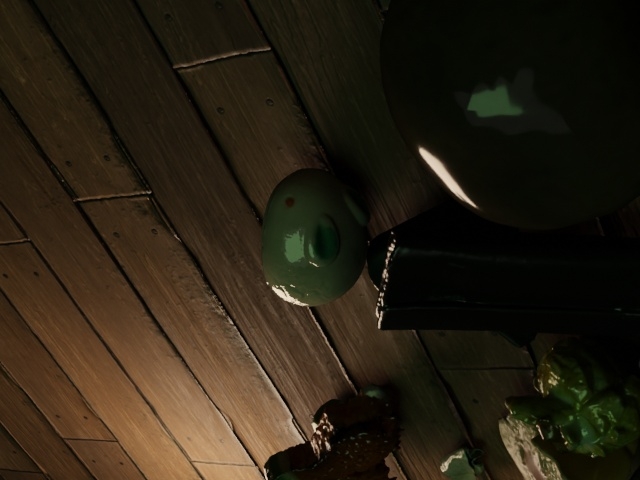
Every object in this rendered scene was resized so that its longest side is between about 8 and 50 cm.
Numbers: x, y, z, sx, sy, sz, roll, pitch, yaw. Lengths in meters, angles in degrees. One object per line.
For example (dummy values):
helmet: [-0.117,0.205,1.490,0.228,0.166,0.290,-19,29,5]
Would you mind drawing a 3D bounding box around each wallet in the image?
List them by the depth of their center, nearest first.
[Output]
wallet: [0.286,0.065,1.490,0.406,0.062,0.228,3,145,-2]

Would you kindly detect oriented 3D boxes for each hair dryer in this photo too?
hair dryer: [0.255,0.055,1.614,0.302,0.116,0.244,37,139,-26]

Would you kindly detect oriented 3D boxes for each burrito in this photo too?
burrito: [0.270,0.410,1.996,0.074,0.044,0.118,28,142,0]

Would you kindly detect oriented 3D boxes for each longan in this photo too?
longan: [0.234,-0.187,1.188,0.361,0.361,0.361,17,138,16]

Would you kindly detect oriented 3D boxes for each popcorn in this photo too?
popcorn: [0.387,0.239,1.628,0.198,0.212,0.198,54,162,26]

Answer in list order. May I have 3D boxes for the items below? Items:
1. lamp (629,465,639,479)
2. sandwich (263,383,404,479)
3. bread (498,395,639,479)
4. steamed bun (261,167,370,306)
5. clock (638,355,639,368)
lamp: [0.582,0.419,1.666,0.233,0.265,0.233,1,94,11]
sandwich: [0.045,0.363,2.014,0.250,0.162,0.301,13,129,-27]
bread: [0.385,0.382,1.768,0.224,0.211,0.184,15,145,10]
steamed bun: [0.000,0.000,1.635,0.130,0.177,0.228,19,135,28]
clock: [0.598,0.182,1.530,0.248,0.090,0.227,31,140,3]
